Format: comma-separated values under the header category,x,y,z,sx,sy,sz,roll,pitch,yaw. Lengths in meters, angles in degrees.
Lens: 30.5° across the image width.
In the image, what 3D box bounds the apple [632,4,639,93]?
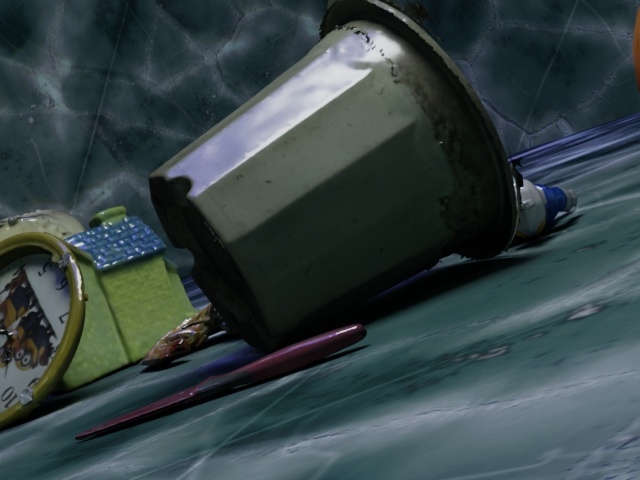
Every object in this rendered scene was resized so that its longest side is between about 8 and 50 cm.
category,x,y,z,sx,sy,sz,roll,pitch,yaw
apple,0.382,-0.164,0.903,0.272,0.206,0.251,-20,-1,42

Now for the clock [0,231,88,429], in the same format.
category,x,y,z,sx,sy,sz,roll,pitch,yaw
clock,-0.334,0.104,1.279,0.237,0.237,0.057,-19,-33,26

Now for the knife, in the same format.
category,x,y,z,sx,sy,sz,roll,pitch,yaw
knife,-0.078,0.108,0.887,0.247,0.018,0.035,-21,5,15

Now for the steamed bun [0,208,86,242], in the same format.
category,x,y,z,sx,sy,sz,roll,pitch,yaw
steamed bun,-0.487,0.107,1.731,0.334,0.233,0.312,-22,1,-24

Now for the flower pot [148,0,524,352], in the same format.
category,x,y,z,sx,sy,sz,roll,pitch,yaw
flower pot,0.002,-0.043,1.055,0.259,0.290,0.290,-35,7,-17

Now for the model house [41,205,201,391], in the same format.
category,x,y,z,sx,sy,sz,roll,pitch,yaw
model house,-0.277,0.066,1.448,0.214,0.189,0.195,-23,6,-27

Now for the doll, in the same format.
category,x,y,z,sx,sy,sz,roll,pitch,yaw
doll,0.197,-0.027,1.160,0.114,0.057,0.227,-14,-5,13

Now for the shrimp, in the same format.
category,x,y,z,sx,sy,sz,roll,pitch,yaw
shrimp,-0.111,0.092,1.231,0.143,0.052,0.251,-34,1,-28
